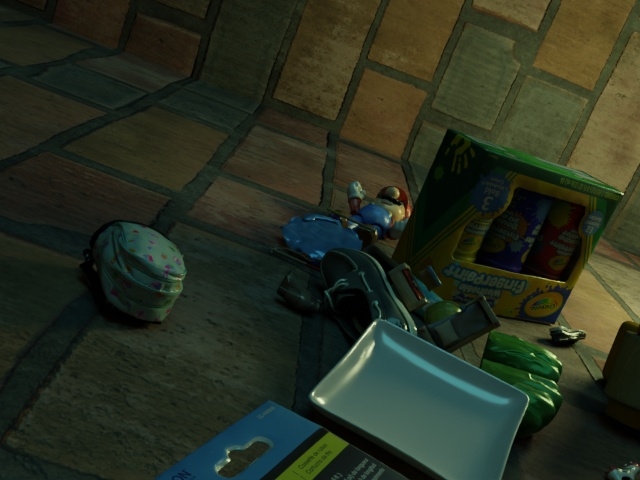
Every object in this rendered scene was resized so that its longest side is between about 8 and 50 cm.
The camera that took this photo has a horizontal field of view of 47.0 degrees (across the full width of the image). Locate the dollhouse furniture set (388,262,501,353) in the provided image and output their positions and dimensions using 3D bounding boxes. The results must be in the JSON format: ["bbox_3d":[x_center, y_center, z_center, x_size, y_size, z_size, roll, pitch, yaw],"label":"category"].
[{"bbox_3d":[0.223,0.106,1.338,0.183,0.129,0.129,61,8,12],"label":"dollhouse furniture set"}]

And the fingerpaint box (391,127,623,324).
[{"bbox_3d":[0.435,-0.018,1.731,0.445,0.371,0.163,12,20,-30],"label":"fingerpaint box"}]

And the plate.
[{"bbox_3d":[0.151,0.246,1.093,0.277,0.045,0.278,26,29,16],"label":"plate"}]

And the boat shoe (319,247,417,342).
[{"bbox_3d":[0.063,0.102,1.364,0.099,0.116,0.319,15,23,-33],"label":"boat shoe"}]

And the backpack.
[{"bbox_3d":[-0.279,0.044,1.127,0.152,0.115,0.182,16,21,-27],"label":"backpack"}]

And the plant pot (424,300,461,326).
[{"bbox_3d":[0.244,0.174,1.442,0.083,0.083,0.079,21,29,-2],"label":"plant pot"}]

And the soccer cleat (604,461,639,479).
[{"bbox_3d":[0.498,0.382,1.195,0.083,0.029,0.035,6,32,-32],"label":"soccer cleat"}]

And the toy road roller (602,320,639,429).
[{"bbox_3d":[0.664,0.258,1.495,0.330,0.202,0.241,16,5,-34],"label":"toy road roller"}]

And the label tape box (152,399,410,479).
[{"bbox_3d":[0.021,0.314,0.692,0.348,0.115,0.249,25,17,19],"label":"label tape box"}]

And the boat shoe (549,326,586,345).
[{"bbox_3d":[0.585,0.228,1.735,0.125,0.038,0.046,14,-24,-40],"label":"boat shoe"}]

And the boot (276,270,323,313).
[{"bbox_3d":[-0.036,0.101,1.383,0.087,0.042,0.118,28,18,-1],"label":"boot"}]

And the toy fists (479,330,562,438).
[{"bbox_3d":[0.348,0.252,1.295,0.142,0.096,0.279,16,17,14],"label":"toy fists"}]

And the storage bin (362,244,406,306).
[{"bbox_3d":[0.130,0.091,1.536,0.091,0.098,0.135,44,0,-38],"label":"storage bin"}]

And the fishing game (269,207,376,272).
[{"bbox_3d":[0.000,0.000,1.661,0.189,0.041,0.264,23,33,17],"label":"fishing game"}]

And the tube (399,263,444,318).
[{"bbox_3d":[0.206,0.119,1.580,0.080,0.052,0.207,-27,42,-22],"label":"tube"}]

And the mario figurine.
[{"bbox_3d":[0.145,-0.080,1.893,0.198,0.170,0.320,58,31,1],"label":"mario figurine"}]
